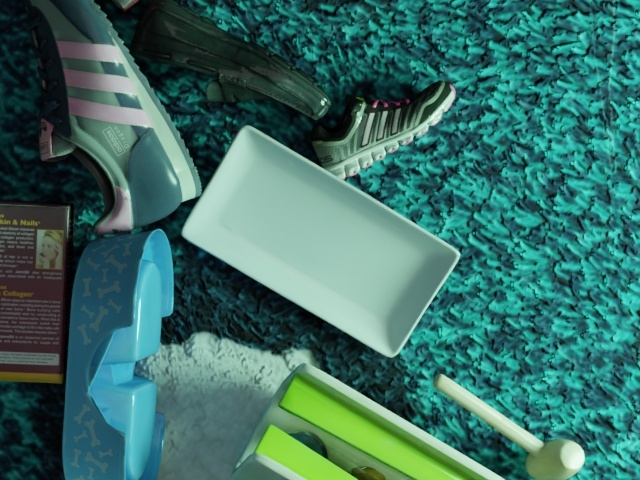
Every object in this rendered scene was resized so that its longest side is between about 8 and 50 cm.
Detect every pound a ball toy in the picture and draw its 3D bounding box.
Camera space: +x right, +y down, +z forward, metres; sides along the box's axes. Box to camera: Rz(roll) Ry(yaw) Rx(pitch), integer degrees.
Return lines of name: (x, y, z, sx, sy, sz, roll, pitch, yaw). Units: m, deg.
pound a ball toy: (0.092, 0.242, 1.939, 0.319, 0.136, 0.208, 31, 65, -4)

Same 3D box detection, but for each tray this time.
tray: (0.000, 0.000, 1.946, 0.270, 0.030, 0.145, 31, 105, -4)

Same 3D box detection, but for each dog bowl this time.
dog bowl: (-0.211, 0.133, 1.891, 0.074, 0.166, 0.297, 5, 92, 9)

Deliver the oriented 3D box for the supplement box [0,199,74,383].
supplement box: (-0.315, 0.053, 1.916, 0.104, 0.081, 0.188, 2, 92, -3)

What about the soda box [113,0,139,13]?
soda box: (-0.134, -0.356, 1.909, 0.263, 0.083, 0.092, -39, 94, -2)

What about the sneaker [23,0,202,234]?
sneaker: (-0.255, -0.153, 1.888, 0.131, 0.112, 0.319, -33, 92, -14)

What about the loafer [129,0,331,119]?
loafer: (-0.095, -0.179, 1.926, 0.223, 0.076, 0.078, 27, 96, 1)

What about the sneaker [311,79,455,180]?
sneaker: (0.062, -0.131, 1.938, 0.170, 0.063, 0.075, -32, 100, 3)
